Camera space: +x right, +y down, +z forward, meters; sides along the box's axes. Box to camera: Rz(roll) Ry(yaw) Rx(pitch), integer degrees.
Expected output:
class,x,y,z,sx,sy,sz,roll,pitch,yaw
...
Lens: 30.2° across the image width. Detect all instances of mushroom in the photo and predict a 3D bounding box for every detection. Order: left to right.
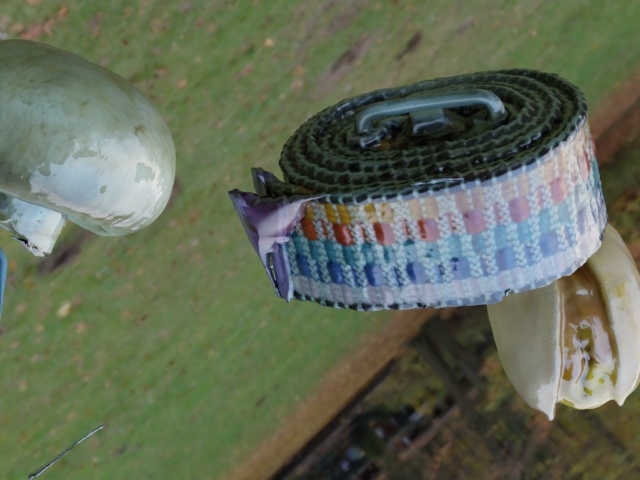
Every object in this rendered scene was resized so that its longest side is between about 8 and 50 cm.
class,x,y,z,sx,sy,sz,roll,pitch,yaw
mushroom,-0.359,-0.121,1.577,0.260,0.352,0.352,-60,172,-3

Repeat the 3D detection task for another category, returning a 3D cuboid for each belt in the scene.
class,x,y,z,sx,sy,sz,roll,pitch,yaw
belt,0.091,-0.057,1.025,0.295,0.160,0.207,-5,-147,18

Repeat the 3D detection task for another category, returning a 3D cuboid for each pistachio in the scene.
class,x,y,z,sx,sy,sz,roll,pitch,yaw
pistachio,0.348,0.093,1.695,0.229,0.309,0.230,-10,166,-3

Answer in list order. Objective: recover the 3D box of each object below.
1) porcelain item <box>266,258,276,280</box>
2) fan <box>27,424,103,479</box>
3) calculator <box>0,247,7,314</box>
class,x,y,z,sx,sy,sz,roll,pitch,yaw
porcelain item,0.000,0.000,1.850,0.084,0.054,0.213,2,149,-40
fan,-0.238,0.198,1.112,0.083,0.004,0.056,-35,-178,-15
calculator,-0.333,0.134,1.085,0.173,0.051,0.293,128,-33,-52
